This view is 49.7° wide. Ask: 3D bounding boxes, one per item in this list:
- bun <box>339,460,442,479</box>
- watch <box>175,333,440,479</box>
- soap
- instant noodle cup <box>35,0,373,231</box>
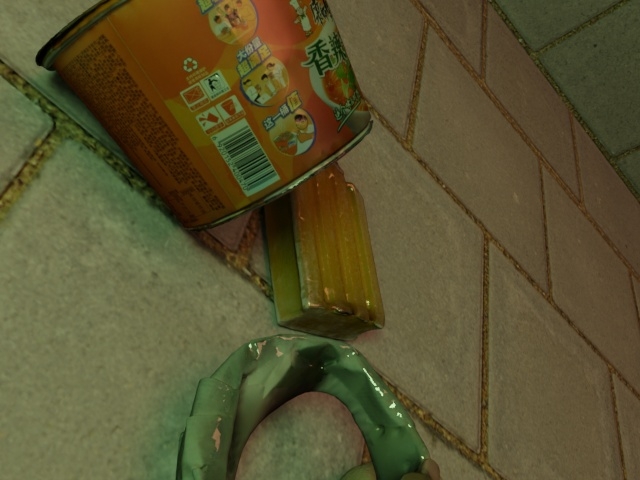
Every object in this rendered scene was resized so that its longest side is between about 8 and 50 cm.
[{"bbox_3d":[0.095,0.314,0.743,0.173,0.113,0.167,-9,75,-51],"label":"bun"},{"bbox_3d":[-0.023,0.209,0.611,0.241,0.162,0.253,45,51,12],"label":"watch"},{"bbox_3d":[0.000,0.000,0.874,0.140,0.073,0.232,21,51,-45],"label":"soap"},{"bbox_3d":[-0.097,-0.154,0.697,0.214,0.296,0.296,61,34,-15],"label":"instant noodle cup"}]
